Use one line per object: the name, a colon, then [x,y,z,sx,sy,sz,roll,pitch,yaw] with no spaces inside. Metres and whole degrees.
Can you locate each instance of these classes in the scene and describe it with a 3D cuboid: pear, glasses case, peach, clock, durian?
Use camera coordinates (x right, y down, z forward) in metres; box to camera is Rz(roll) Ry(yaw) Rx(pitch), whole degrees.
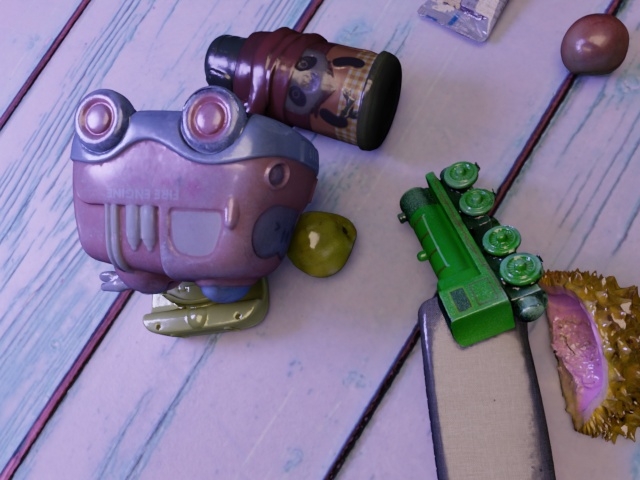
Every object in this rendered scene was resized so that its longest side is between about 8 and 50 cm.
pear: [0.000,0.000,0.743,0.097,0.092,0.092,-33,71,5]
glasses case: [0.194,0.219,0.646,0.131,0.074,0.322,-8,74,13]
peach: [0.354,-0.253,0.721,0.083,0.083,0.083,-3,76,13]
clock: [-0.166,0.016,0.787,0.170,0.069,0.231,-10,74,11]
durian: [0.321,0.119,0.636,0.132,0.165,0.182,-31,37,46]

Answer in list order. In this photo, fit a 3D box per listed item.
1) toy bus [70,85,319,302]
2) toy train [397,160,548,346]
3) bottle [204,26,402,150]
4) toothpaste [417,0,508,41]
toy bus: [-0.152,-0.044,0.671,0.295,0.197,0.231,4,88,16]
toy train: [0.171,0.005,0.662,0.119,0.085,0.251,-24,43,6]
bottle: [-0.033,-0.212,0.775,0.272,0.143,0.156,18,56,15]
toothpaste: [0.268,-0.428,0.798,0.114,0.073,0.299,35,94,18]
